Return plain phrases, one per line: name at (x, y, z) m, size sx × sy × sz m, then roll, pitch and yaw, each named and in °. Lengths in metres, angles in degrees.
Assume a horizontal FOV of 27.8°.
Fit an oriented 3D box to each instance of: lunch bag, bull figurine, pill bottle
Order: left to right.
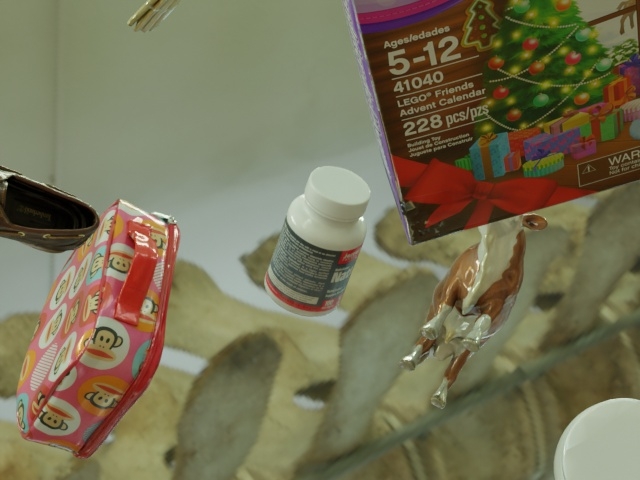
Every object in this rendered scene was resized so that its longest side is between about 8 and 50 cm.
lunch bag at (-0.263, 0.092, 1.583) m, size 0.120 × 0.293 × 0.258 m, roll 25°, pitch -52°, yaw -19°
pill bottle at (0.000, 0.000, 1.668) m, size 0.108 × 0.108 × 0.180 m, roll -12°, pitch -44°, yaw -36°
bull figurine at (0.188, 0.076, 1.629) m, size 0.188 × 0.101 × 0.310 m, roll -55°, pitch -14°, yaw -29°
pill bottle at (0.355, 0.274, 1.511) m, size 0.161 × 0.161 × 0.283 m, roll -42°, pitch -19°, yaw -1°

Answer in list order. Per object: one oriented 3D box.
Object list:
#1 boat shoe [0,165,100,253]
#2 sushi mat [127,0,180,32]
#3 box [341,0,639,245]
boat shoe at (-0.312, -0.040, 1.239) m, size 0.207 × 0.073 × 0.073 m, roll 14°, pitch -17°, yaw -31°
sushi mat at (-0.003, -0.252, 0.839) m, size 0.316 × 0.019 × 0.151 m, roll -38°, pitch 11°, yaw 37°
box at (0.156, -0.121, 0.569) m, size 0.293 × 0.057 × 0.201 m, roll -16°, pitch -46°, yaw 2°
